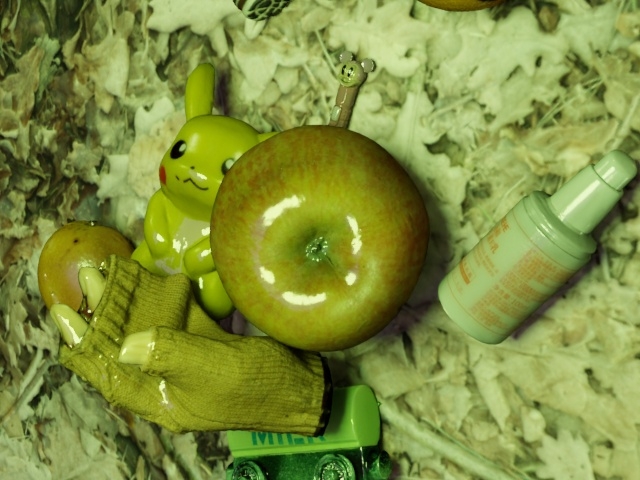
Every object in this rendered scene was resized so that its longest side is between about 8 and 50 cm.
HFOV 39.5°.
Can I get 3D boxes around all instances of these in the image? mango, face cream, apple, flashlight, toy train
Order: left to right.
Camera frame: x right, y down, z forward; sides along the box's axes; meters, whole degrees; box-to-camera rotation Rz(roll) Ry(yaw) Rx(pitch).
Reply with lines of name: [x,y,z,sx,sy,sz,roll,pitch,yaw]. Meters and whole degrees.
mango: [-0.340,0.087,1.352,0.166,0.136,0.236,-2,100,31]
toy train: [-0.025,0.268,1.189,0.253,0.105,0.157,-14,75,33]
apple: [0.000,0.000,1.023,0.264,0.264,0.264,4,98,33]
flashlight: [0.031,-0.183,1.132,0.052,0.031,0.110,26,109,28]
face cream: [0.243,0.001,0.972,0.101,0.101,0.252,50,119,19]

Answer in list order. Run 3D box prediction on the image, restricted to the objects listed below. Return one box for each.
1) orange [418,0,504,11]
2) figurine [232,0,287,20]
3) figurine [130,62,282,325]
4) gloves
orange: [0.156,-0.342,0.938,0.206,0.206,0.206,4,98,33]
figurine: [-0.052,-0.438,1.061,0.323,0.196,0.320,-21,127,42]
figurine: [-0.131,-0.043,1.181,0.218,0.169,0.327,23,111,13]
gloves: [-0.150,0.147,1.056,0.356,0.203,0.155,28,97,-18]
